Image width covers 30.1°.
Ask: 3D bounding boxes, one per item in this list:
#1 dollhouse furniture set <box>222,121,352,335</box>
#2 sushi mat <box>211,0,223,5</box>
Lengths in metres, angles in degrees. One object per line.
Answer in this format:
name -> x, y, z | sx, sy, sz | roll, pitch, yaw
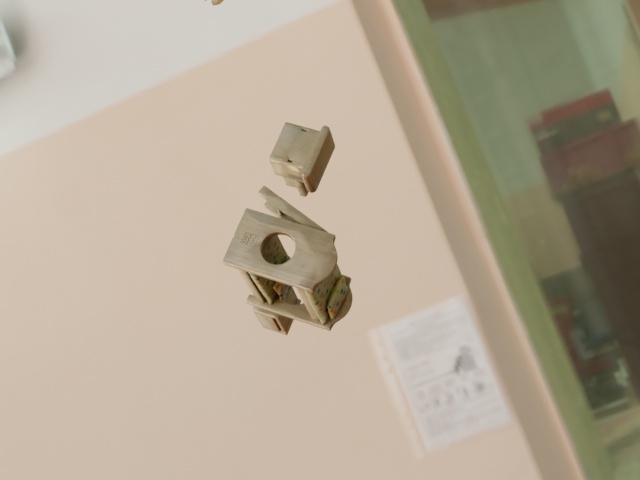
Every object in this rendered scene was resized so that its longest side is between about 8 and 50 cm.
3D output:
dollhouse furniture set -> 0.000, 0.000, 1.174 | 0.101, 0.161, 0.182 | 17, -19, 17
sushi mat -> 0.040, -0.190, 0.288 | 0.019, 0.151, 0.316 | 5, -17, -33
